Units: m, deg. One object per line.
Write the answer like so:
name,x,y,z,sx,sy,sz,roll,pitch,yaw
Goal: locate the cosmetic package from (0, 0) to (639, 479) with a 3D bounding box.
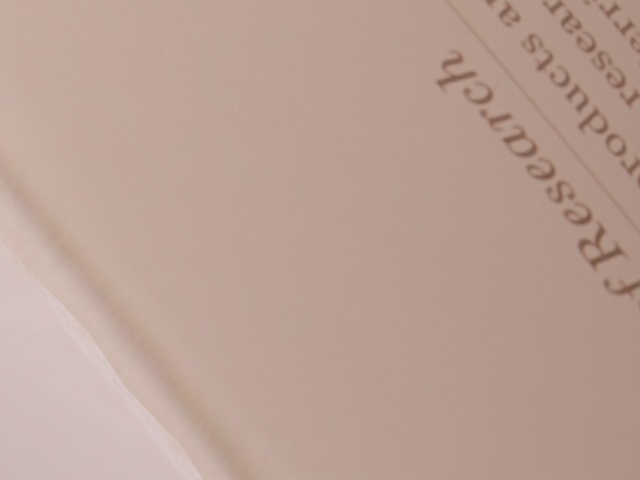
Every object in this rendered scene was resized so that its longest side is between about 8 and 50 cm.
cosmetic package,0.000,0.000,0.643,0.327,0.393,0.329,50,141,0
